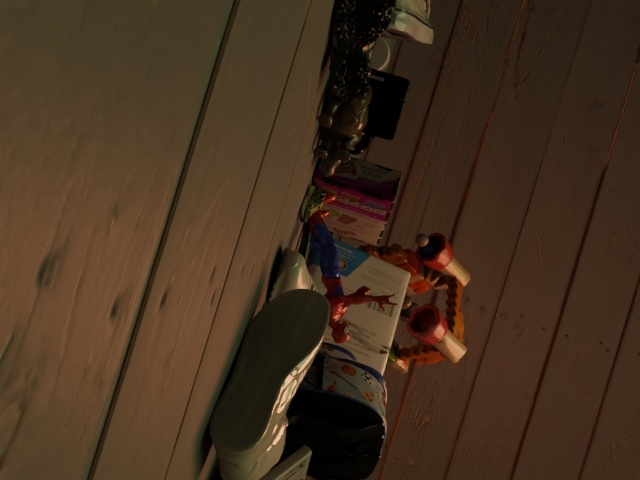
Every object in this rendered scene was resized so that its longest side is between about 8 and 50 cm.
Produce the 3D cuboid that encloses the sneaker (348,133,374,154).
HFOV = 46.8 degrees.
[{"bbox_3d":[0.085,-0.254,1.579,0.293,0.102,0.146,-7,118,-81],"label":"sneaker"}]

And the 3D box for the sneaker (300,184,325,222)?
[{"bbox_3d":[-0.013,-0.065,1.330,0.031,0.035,0.083,101,7,-56],"label":"sneaker"}]

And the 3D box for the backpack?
[{"bbox_3d":[-0.010,0.313,1.339,0.213,0.263,0.276,-69,174,-52],"label":"backpack"}]

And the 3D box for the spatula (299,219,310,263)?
[{"bbox_3d":[-0.054,0.088,1.481,0.084,0.030,0.296,80,27,-85],"label":"spatula"}]

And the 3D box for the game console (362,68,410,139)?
[{"bbox_3d":[0.087,-0.247,1.318,0.071,0.122,0.107,-49,155,-85],"label":"game console"}]

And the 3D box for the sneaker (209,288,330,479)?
[{"bbox_3d":[-0.076,0.218,1.096,0.169,0.108,0.292,96,20,-49],"label":"sneaker"}]

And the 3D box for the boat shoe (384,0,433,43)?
[{"bbox_3d":[0.144,-0.451,1.349,0.367,0.136,0.156,-30,134,-71],"label":"boat shoe"}]

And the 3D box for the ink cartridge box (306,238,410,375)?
[{"bbox_3d":[0.037,0.178,1.594,0.129,0.223,0.307,-26,-137,64],"label":"ink cartridge box"}]

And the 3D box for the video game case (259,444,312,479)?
[{"bbox_3d":[-0.100,0.445,1.237,0.190,0.022,0.173,-28,144,-37],"label":"video game case"}]

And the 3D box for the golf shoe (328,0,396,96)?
[{"bbox_3d":[0.049,-0.294,1.000,0.198,0.077,0.094,110,-14,-45],"label":"golf shoe"}]

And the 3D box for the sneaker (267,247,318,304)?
[{"bbox_3d":[-0.038,0.096,1.254,0.235,0.095,0.090,100,9,-56],"label":"sneaker"}]

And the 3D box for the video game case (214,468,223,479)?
[{"bbox_3d":[-0.206,0.550,1.274,0.248,0.035,0.275,-69,174,-48],"label":"video game case"}]

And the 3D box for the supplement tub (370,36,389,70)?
[{"bbox_3d":[0.099,-0.356,1.413,0.107,0.071,0.071,-55,162,-77],"label":"supplement tub"}]

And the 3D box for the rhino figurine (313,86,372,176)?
[{"bbox_3d":[0.035,-0.182,1.225,0.243,0.073,0.106,104,7,-63],"label":"rhino figurine"}]

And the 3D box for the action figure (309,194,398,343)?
[{"bbox_3d":[0.054,0.054,1.355,0.091,0.139,0.280,108,-20,-61],"label":"action figure"}]

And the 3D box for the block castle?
[{"bbox_3d":[0.133,0.168,1.835,0.453,0.213,0.303,-19,-138,35],"label":"block castle"}]

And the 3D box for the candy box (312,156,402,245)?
[{"bbox_3d":[0.063,-0.080,1.468,0.233,0.159,0.071,102,6,-68],"label":"candy box"}]
